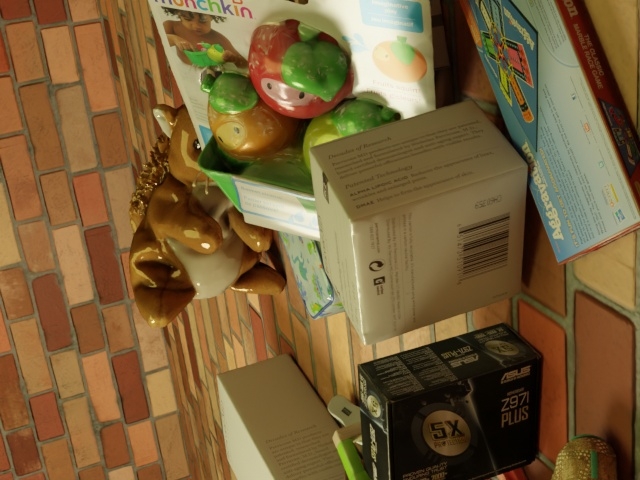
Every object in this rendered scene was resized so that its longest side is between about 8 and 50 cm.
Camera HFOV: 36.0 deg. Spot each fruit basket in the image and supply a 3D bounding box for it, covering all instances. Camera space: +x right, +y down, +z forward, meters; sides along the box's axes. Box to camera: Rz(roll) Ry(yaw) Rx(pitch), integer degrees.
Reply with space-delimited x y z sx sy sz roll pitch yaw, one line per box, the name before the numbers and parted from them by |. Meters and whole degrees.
fruit basket | -0.029 -0.146 1.082 0.353 0.327 0.165 73 -143 -57

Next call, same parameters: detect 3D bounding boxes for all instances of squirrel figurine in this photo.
squirrel figurine | -0.241 -0.103 1.825 0.397 0.281 0.370 47 140 50

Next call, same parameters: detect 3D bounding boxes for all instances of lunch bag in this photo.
lunch bag | 0.000 0.000 1.464 0.176 0.090 0.218 130 124 -67

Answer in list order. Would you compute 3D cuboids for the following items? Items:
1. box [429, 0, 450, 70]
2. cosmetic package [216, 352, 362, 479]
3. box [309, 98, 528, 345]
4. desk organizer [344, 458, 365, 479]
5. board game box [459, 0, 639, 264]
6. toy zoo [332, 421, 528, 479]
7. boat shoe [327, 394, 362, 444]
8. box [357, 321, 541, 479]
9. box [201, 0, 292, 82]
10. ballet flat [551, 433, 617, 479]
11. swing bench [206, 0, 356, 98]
box | 0.082 -0.280 1.094 0.145 0.038 0.186 -159 57 -67
cosmetic package | -0.040 0.432 1.801 0.453 0.162 0.230 -132 32 -55
box | 0.098 -0.017 0.981 0.119 0.182 0.181 -117 14 -45
desk organizer | 0.076 0.375 1.503 0.130 0.047 0.050 55 -151 -58
board game box | 0.204 -0.129 0.870 0.145 0.027 0.281 135 118 -68
toy zoo | 0.155 0.318 1.096 0.030 0.192 0.293 105 145 -57
boat shoe | 0.060 0.296 1.601 0.040 0.049 0.142 47 175 -30
box | 0.139 0.187 1.060 0.077 0.180 0.147 -131 33 -56
box | -0.136 -0.287 1.557 0.163 0.142 0.247 -124 27 -44
ballet flat | 0.249 0.282 0.972 0.067 0.073 0.206 -76 -14 -53
swing bench | -0.048 -0.208 1.328 0.254 0.165 0.253 -126 28 -47
